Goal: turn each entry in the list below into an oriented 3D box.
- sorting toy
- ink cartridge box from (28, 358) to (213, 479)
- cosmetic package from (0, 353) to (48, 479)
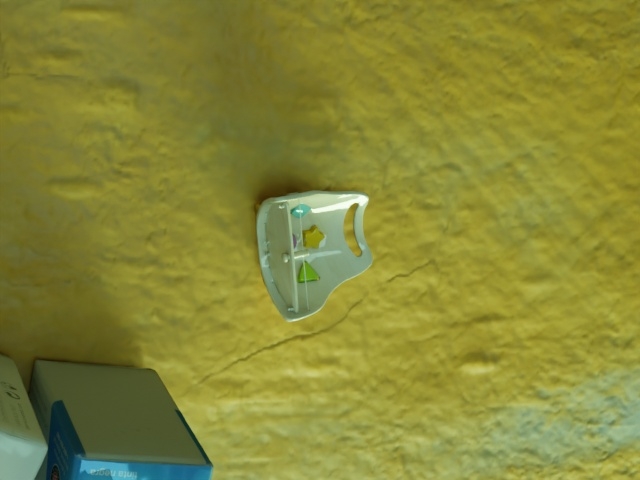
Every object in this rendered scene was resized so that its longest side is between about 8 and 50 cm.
[{"bbox_3d":[0.000,0.000,0.953,0.075,0.045,0.083,-13,111,-24],"label":"sorting toy"},{"bbox_3d":[-0.141,0.195,0.904,0.085,0.148,0.203,7,105,-23],"label":"ink cartridge box"},{"bbox_3d":[-0.311,0.149,0.831,0.224,0.138,0.224,24,98,-27],"label":"cosmetic package"}]
